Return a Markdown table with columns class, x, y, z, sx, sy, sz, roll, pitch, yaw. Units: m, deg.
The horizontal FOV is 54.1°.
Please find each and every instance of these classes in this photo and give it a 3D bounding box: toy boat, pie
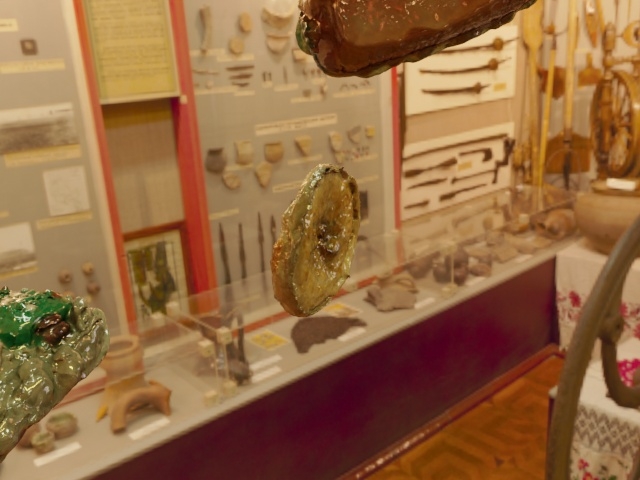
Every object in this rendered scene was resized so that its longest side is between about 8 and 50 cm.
| class | x | y | z | sx | sy | sz | roll | pitch | yaw |
| --- | --- | --- | --- | --- | --- | --- | --- | --- | --- |
| toy boat | 0.120 | -0.230 | 0.565 | 0.293 | 0.108 | 0.099 | -21 | 16 | -9 |
| pie | 0.000 | 0.000 | 1.070 | 0.055 | 0.274 | 0.274 | 14 | 23 | 26 |

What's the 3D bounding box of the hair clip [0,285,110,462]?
| class | x | y | z | sx | sy | sz | roll | pitch | yaw |
| --- | --- | --- | --- | --- | --- | --- | --- | --- | --- |
| hair clip | -0.253 | 0.115 | 0.354 | 0.138 | 0.091 | 0.321 | 7 | 37 | 14 |
